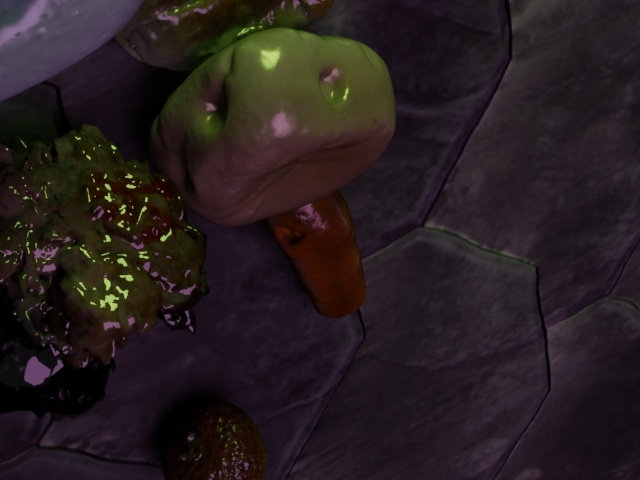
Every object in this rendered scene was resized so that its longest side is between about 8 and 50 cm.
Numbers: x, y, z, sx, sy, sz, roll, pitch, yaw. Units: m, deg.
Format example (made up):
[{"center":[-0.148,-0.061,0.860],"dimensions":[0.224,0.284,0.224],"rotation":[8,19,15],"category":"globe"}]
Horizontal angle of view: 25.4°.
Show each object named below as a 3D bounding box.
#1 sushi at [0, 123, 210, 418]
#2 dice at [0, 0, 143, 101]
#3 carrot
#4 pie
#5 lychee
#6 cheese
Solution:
[{"center":[-0.221,0.019,1.193],"dimensions":[0.219,0.238,0.225],"rotation":[-33,-176,31],"category":"sushi"},{"center":[-0.282,-0.255,0.978],"dimensions":[0.268,0.262,0.264],"rotation":[-30,132,-19],"category":"dice"},{"center":[0.000,0.000,1.473],"dimensions":[0.087,0.087,0.193],"rotation":[-39,133,-10],"category":"carrot"},{"center":[-0.087,-0.279,1.244],"dimensions":[0.306,0.071,0.306],"rotation":[-20,127,-28],"category":"pie"},{"center":[-0.113,0.227,1.513],"dimensions":[0.114,0.114,0.146],"rotation":[-54,154,4],"category":"lychee"},{"center":[-0.043,-0.104,1.302],"dimensions":[0.235,0.117,0.218],"rotation":[-27,163,5],"category":"cheese"}]
